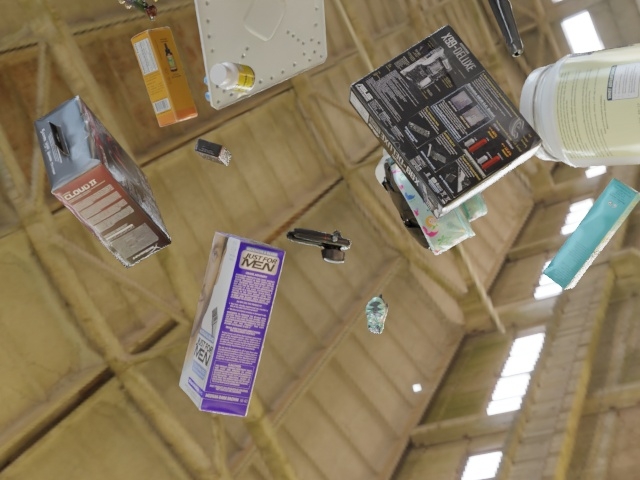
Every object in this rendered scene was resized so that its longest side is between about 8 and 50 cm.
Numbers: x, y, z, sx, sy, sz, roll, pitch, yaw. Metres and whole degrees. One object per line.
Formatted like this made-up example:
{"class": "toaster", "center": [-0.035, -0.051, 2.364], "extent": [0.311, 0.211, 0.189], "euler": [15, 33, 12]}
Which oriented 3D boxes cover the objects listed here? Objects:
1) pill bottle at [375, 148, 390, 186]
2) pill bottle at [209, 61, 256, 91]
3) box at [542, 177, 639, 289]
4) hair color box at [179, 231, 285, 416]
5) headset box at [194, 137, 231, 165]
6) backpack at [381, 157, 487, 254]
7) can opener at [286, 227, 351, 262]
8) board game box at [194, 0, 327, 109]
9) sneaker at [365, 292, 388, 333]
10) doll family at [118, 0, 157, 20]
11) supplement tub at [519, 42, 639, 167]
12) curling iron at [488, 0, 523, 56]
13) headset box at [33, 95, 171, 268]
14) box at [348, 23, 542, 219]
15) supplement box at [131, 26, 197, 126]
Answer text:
{"class": "pill bottle", "center": [0.267, -0.263, 2.394], "extent": [0.162, 0.162, 0.278], "euler": [51, -125, -31]}
{"class": "pill bottle", "center": [-0.208, -0.385, 2.054], "extent": [0.116, 0.065, 0.065], "euler": [-8, -100, -61]}
{"class": "box", "center": [0.569, -0.013, 1.825], "extent": [0.060, 0.244, 0.100], "euler": [39, -163, 21]}
{"class": "hair color box", "center": [-0.182, 0.162, 1.763], "extent": [0.110, 0.185, 0.339], "euler": [15, -90, -23]}
{"class": "headset box", "center": [-0.245, -0.202, 1.983], "extent": [0.083, 0.062, 0.032], "euler": [42, -113, -77]}
{"class": "backpack", "center": [0.244, -0.093, 1.883], "extent": [0.225, 0.191, 0.253], "euler": [61, -170, -13]}
{"class": "can opener", "center": [0.000, 0.000, 2.079], "extent": [0.186, 0.059, 0.073], "euler": [20, -127, -42]}
{"class": "board game box", "center": [-0.153, -0.576, 2.206], "extent": [0.390, 0.050, 0.390], "euler": [-30, -47, -30]}
{"class": "sneaker", "center": [0.110, 0.124, 1.669], "extent": [0.098, 0.038, 0.069], "euler": [93, -167, -48]}
{"class": "doll family", "center": [-0.373, -0.509, 1.707], "extent": [0.076, 0.111, 0.193], "euler": [-58, -35, -2]}
{"class": "supplement tub", "center": [0.591, -0.267, 1.746], "extent": [0.235, 0.324, 0.236], "euler": [-1, -88, -44]}
{"class": "curling iron", "center": [0.246, -0.385, 1.264], "extent": [0.068, 0.035, 0.274], "euler": [60, -161, -70]}
{"class": "headset box", "center": [-0.425, -0.119, 1.678], "extent": [0.218, 0.110, 0.293], "euler": [61, -178, 39]}
{"class": "box", "center": [0.238, -0.234, 1.698], "extent": [0.307, 0.242, 0.076], "euler": [54, 170, 13]}
{"class": "supplement box", "center": [-0.391, -0.409, 2.189], "extent": [0.078, 0.080, 0.234], "euler": [-26, -76, -48]}
